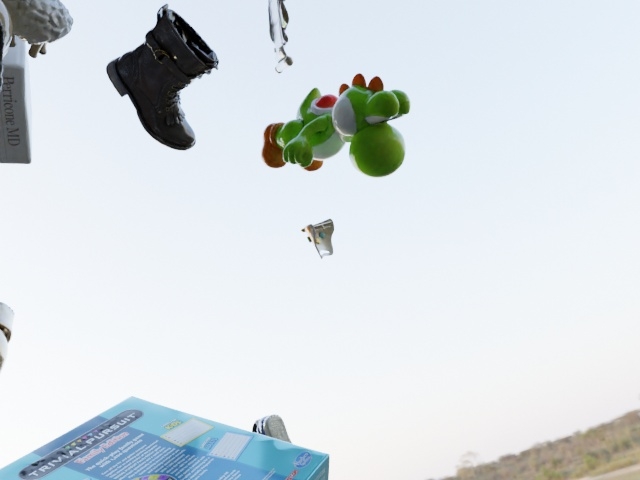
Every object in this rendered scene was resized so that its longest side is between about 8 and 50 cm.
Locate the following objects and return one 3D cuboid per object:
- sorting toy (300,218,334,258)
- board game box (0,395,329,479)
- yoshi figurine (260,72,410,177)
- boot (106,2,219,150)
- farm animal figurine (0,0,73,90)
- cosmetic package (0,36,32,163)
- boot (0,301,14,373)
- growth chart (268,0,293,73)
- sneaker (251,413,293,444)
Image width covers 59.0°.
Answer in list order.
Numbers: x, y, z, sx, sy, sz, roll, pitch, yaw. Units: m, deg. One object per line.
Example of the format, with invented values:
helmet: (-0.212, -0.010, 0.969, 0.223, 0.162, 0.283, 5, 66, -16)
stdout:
sorting toy: (0.000, 0.000, 1.177, 0.045, 0.075, 0.083, -24, -3, 32)
board game box: (-0.193, 0.313, 0.695, 0.336, 0.079, 0.254, 7, 12, 24)
yoshi figurine: (0.039, -0.192, 1.159, 0.203, 0.203, 0.362, 46, -30, -25)
boot: (-0.289, -0.314, 1.143, 0.229, 0.091, 0.263, -17, -53, 34)
farm animal figurine: (-0.505, -0.305, 0.654, 0.327, 0.330, 0.172, 29, -50, -11)
cosmetic package: (-0.728, -0.260, 0.920, 0.454, 0.161, 0.230, -3, -37, -25)
boot: (-0.243, 0.190, 0.354, 0.089, 0.269, 0.236, 1, -25, -34)
growth chart: (-0.071, -0.396, 0.928, 0.021, 0.172, 0.237, -8, -72, -10)
sneaker: (-0.095, 0.433, 1.152, 0.058, 0.152, 0.085, -15, -10, -41)
